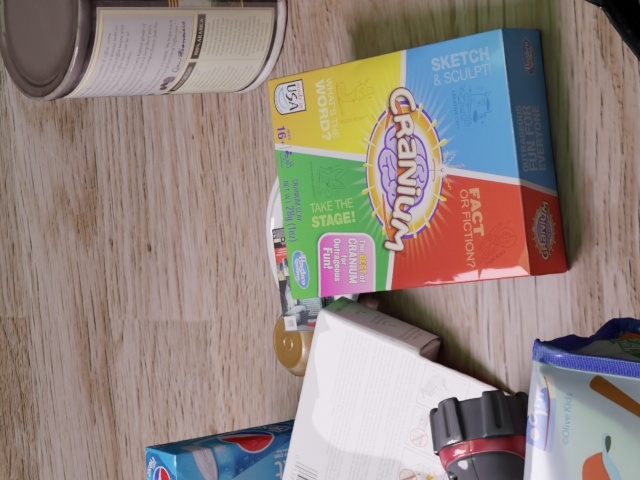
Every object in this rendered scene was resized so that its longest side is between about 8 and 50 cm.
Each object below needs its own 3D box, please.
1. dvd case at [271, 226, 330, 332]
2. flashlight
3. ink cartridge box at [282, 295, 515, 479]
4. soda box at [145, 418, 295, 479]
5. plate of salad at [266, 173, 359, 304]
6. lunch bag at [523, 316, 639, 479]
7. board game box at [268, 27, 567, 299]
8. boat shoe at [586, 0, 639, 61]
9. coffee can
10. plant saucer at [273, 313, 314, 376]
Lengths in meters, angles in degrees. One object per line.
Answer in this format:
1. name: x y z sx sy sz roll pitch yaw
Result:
1. dvd case: -0.021 0.042 1.902 0.087 0.013 0.119 -10 87 57
2. flashlight: 0.173 0.298 1.610 0.103 0.103 0.304 128 138 -64
3. ink cartridge box: 0.084 0.228 1.834 0.239 0.060 0.275 22 115 22
4. soda box: -0.093 0.256 1.942 0.067 0.210 0.071 3 98 53
5. plate of salad: 0.000 0.000 1.919 0.200 0.048 0.200 15 108 55
6. lunch bag: 0.365 0.243 1.308 0.385 0.239 0.328 5 98 30
7. board game box: 0.091 -0.071 1.730 0.316 0.064 0.242 -8 88 43
8. boat shoe: 0.259 -0.234 1.440 0.340 0.113 0.127 58 159 13
9. coffee can: -0.207 -0.264 1.967 0.201 0.275 0.201 9 102 52
10. plant saucer: -0.033 0.120 2.007 0.083 0.015 0.083 10 103 52
